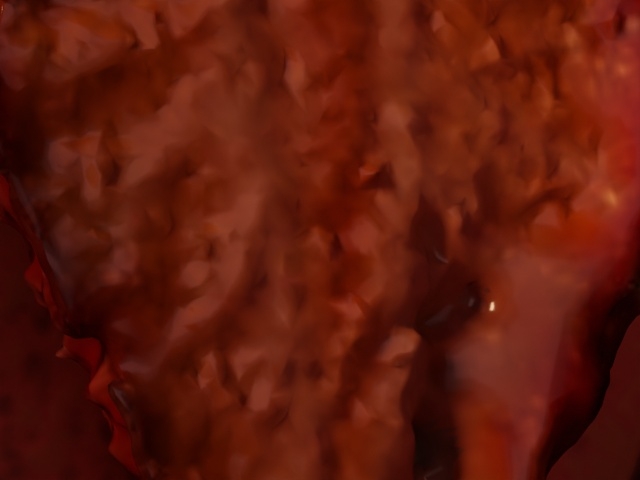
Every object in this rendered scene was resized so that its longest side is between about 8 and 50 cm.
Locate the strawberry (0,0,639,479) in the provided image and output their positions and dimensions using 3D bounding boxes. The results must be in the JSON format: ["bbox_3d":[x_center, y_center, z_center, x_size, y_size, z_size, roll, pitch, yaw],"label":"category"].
[{"bbox_3d":[0.012,-0.013,0.616,0.253,0.150,0.280,-27,98,-23],"label":"strawberry"}]
